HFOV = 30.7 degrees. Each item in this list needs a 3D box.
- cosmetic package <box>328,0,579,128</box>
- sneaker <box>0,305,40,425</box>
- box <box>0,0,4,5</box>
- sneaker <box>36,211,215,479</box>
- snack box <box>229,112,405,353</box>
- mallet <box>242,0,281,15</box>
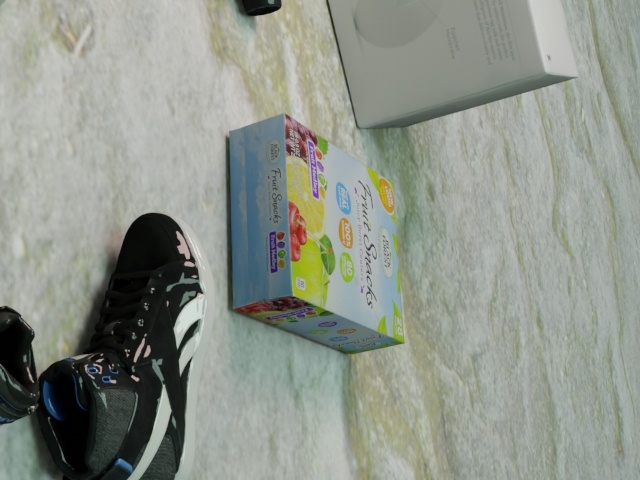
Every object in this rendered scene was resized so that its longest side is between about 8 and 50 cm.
[{"bbox_3d":[0.142,-0.260,1.295,0.138,0.224,0.224,-12,89,-60],"label":"cosmetic package"},{"bbox_3d":[-0.209,0.107,0.674,0.058,0.084,0.152,46,42,-42],"label":"sneaker"},{"bbox_3d":[-0.246,-0.260,0.665,0.232,0.148,0.127,44,4,-44],"label":"box"},{"bbox_3d":[-0.138,0.070,0.816,0.121,0.079,0.217,27,57,-55],"label":"sneaker"},{"bbox_3d":[0.000,0.000,1.097,0.207,0.070,0.175,27,54,-55],"label":"snack box"},{"bbox_3d":[-0.102,-0.253,1.069,0.189,0.039,0.062,4,75,-55],"label":"mallet"}]
